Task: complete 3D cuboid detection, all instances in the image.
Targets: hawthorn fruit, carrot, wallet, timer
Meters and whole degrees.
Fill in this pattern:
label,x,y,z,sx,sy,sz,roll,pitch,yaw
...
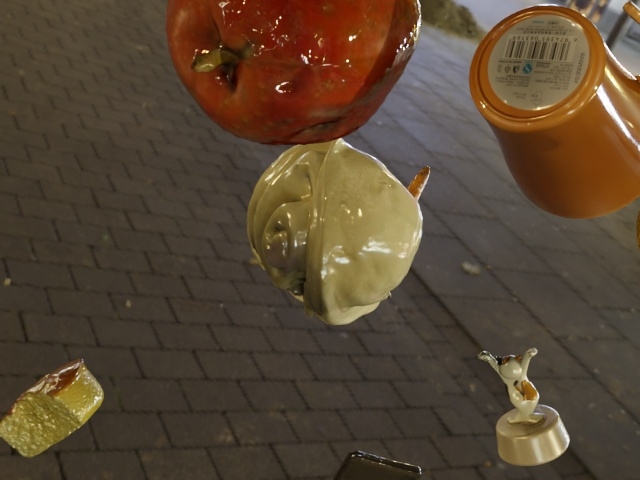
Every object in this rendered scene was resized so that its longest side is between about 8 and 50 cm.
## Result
label,x,y,z,sx,sy,sz,roll,pitch,yaw
hawthorn fruit,-0.040,-0.232,0.905,0.275,0.275,0.300,33,40,19
carrot,0.166,-0.048,1.704,0.061,0.256,0.061,26,-10,5
wallet,0.060,0.439,1.353,0.124,0.244,0.025,18,29,-13
timer,0.486,0.386,2.005,0.175,0.266,0.175,-17,13,4

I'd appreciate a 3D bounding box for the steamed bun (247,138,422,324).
label,x,y,z,sx,sy,sz,roll,pitch,yaw
steamed bun,0.000,0.000,1.526,0.247,0.339,0.352,-33,64,-33

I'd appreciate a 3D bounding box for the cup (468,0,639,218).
label,x,y,z,sx,sy,sz,roll,pitch,yaw
cup,0.280,-0.151,0.888,0.182,0.226,0.264,56,16,28

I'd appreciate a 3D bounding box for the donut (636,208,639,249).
label,x,y,z,sx,sy,sz,roll,pitch,yaw
donut,0.453,-0.012,1.107,0.043,0.097,0.108,-3,-2,8

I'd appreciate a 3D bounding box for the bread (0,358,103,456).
label,x,y,z,sx,sy,sz,roll,pitch,yaw
bread,-0.383,0.234,1.193,0.086,0.156,0.125,51,21,-9
